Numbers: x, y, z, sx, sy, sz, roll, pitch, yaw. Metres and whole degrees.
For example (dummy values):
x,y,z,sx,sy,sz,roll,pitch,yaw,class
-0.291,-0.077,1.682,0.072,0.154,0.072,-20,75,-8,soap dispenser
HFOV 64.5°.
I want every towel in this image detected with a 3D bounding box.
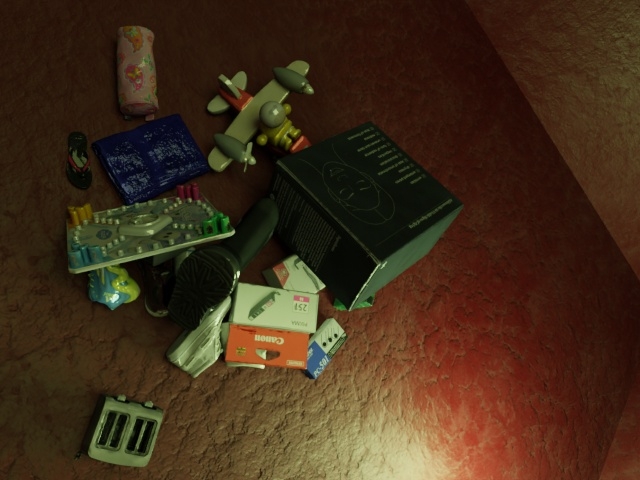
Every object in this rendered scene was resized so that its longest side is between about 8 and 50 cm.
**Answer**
x,y,z,sx,sy,sz,roll,pitch,yaw,class
-0.523,-0.262,1.598,0.308,0.076,0.228,-33,97,-35,towel

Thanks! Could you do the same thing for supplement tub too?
x,y,z,sx,sy,sz,roll,pitch,yaw,class
-0.421,0.077,1.578,0.071,0.071,0.107,0,77,-33,supplement tub

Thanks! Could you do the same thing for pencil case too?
x,y,z,sx,sy,sz,roll,pitch,yaw,class
-0.581,-0.531,1.610,0.124,0.124,0.284,-1,79,-34,pencil case

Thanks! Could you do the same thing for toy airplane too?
x,y,z,sx,sy,sz,roll,pitch,yaw,class
-0.199,-0.429,1.732,0.384,0.272,0.386,-4,92,-17,toy airplane

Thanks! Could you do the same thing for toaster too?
x,y,z,sx,sy,sz,roll,pitch,yaw,class
-0.535,0.515,1.362,0.168,0.110,0.186,25,65,-25,toaster

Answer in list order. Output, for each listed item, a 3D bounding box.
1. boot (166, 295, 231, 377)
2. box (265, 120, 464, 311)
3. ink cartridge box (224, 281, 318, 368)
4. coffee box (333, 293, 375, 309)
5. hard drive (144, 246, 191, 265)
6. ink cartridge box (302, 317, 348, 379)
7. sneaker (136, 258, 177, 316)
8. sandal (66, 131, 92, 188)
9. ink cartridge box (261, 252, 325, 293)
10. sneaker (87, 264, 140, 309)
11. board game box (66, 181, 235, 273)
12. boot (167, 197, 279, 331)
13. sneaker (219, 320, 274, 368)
x,y,z,sx,sy,sz,roll,pitch,yaw,class
-0.338,0.290,1.547,0.258,0.095,0.123,-47,113,-9,boot
0.139,-0.104,1.751,0.480,0.297,0.472,-30,66,-36,box
-0.150,0.269,1.592,0.275,0.060,0.239,11,72,-19,ink cartridge box
0.127,0.189,1.839,0.040,0.184,0.113,31,61,-27,coffee box
-0.459,-0.033,1.510,0.172,0.054,0.254,34,35,12,hard drive
0.004,0.380,1.791,0.097,0.046,0.207,51,57,-10,ink cartridge box
-0.464,0.079,1.492,0.106,0.162,0.281,-9,83,-35,sneaker
-0.710,-0.240,1.490,0.067,0.040,0.179,-3,79,-34,sandal
-0.072,0.123,1.783,0.218,0.092,0.159,-31,95,-37,ink cartridge box
-0.610,0.098,1.410,0.126,0.091,0.240,-43,121,-25,sneaker
-0.472,-0.056,1.358,0.390,0.390,0.050,-15,116,-22,board game box
-0.234,0.018,1.477,0.146,0.367,0.445,43,43,-4,boot
-0.182,0.327,1.655,0.292,0.108,0.169,-7,83,-25,sneaker
